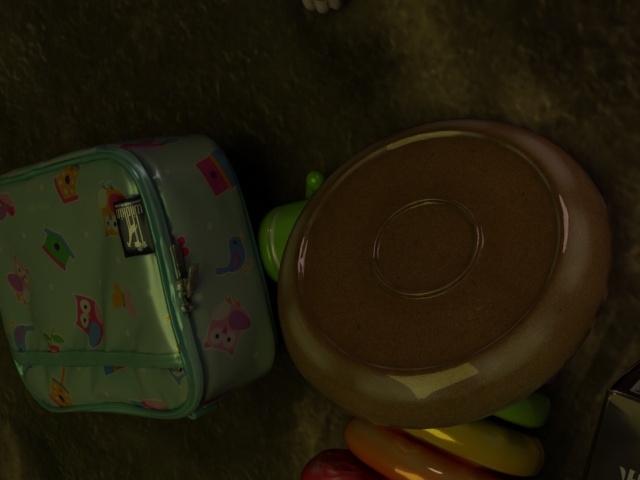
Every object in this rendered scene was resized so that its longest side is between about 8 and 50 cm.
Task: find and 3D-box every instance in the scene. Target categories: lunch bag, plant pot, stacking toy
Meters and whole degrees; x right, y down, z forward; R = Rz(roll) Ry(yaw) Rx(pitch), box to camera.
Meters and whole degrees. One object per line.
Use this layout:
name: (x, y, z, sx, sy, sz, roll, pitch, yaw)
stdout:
lunch bag: (-0.163, 0.036, 0.914, 0.279, 0.108, 0.224, -6, 97, 47)
plant pot: (0.074, 0.010, 0.753, 0.236, 0.032, 0.236, -11, 57, 18)
stacking toy: (0.103, 0.102, 0.782, 0.302, 0.175, 0.166, -67, 21, 1)

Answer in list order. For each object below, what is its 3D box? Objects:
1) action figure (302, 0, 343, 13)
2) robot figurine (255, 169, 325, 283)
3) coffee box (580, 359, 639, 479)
action figure: (0.001, -0.287, 0.710, 0.370, 0.276, 0.248, -17, 96, 18)
robot figurine: (0.000, 0.000, 0.863, 0.115, 0.067, 0.101, -11, 65, 32)
coffee box: (0.300, 0.194, 0.645, 0.297, 0.119, 0.168, 19, 109, 27)
